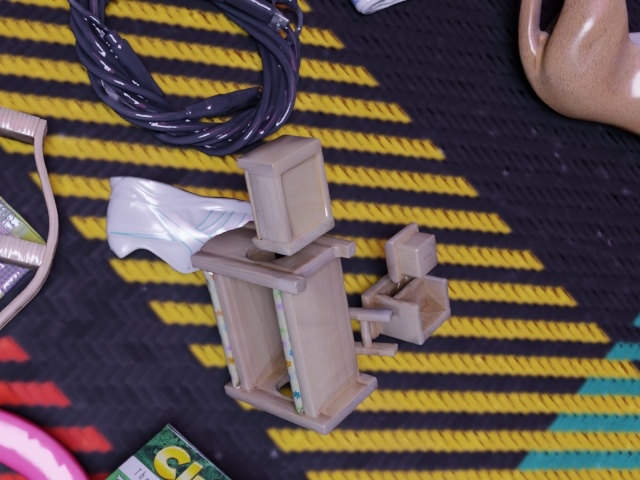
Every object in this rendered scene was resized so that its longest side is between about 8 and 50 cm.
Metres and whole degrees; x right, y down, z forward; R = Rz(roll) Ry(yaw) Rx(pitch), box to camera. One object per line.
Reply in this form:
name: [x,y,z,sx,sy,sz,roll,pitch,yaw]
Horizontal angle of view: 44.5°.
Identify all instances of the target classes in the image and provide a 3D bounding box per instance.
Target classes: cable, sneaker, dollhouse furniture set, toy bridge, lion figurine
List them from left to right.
toy bridge: [-0.210,0.006,0.519,0.063,0.026,0.188,15,73,-14]
cable: [-0.106,-0.146,0.594,0.184,0.047,0.151,17,77,-15]
sneaker: [-0.079,-0.005,0.564,0.152,0.053,0.061,11,90,-12]
dollhouse furniture set: [0.000,0.000,0.531,0.161,0.101,0.182,-34,124,-42]
lion figurine: [0.300,-0.134,0.670,0.392,0.142,0.240,25,97,5]

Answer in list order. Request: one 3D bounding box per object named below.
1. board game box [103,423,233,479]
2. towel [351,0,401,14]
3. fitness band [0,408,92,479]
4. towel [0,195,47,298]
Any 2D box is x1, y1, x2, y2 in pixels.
board game box: [-0.038,0.227,0.430,0.259,0.030,0.136,36,46,17]
towel: [0.052,-0.349,0.693,0.209,0.034,0.285,-28,84,-19]
fitness band: [-0.212,0.240,0.458,0.208,0.054,0.291,-21,84,-20]
towel: [-0.233,0.014,0.530,0.060,0.009,0.083,45,69,-1]
